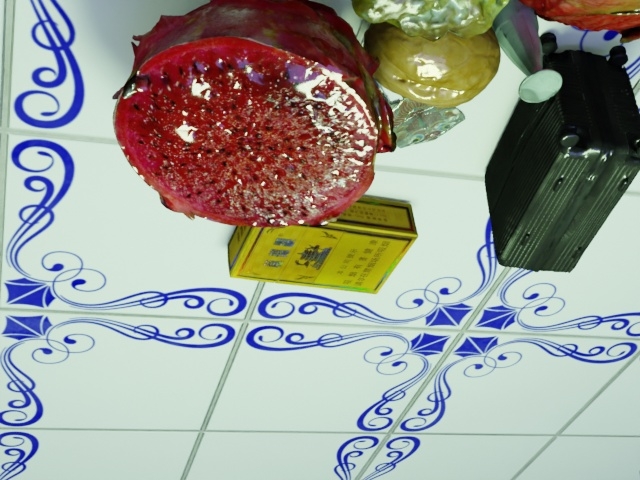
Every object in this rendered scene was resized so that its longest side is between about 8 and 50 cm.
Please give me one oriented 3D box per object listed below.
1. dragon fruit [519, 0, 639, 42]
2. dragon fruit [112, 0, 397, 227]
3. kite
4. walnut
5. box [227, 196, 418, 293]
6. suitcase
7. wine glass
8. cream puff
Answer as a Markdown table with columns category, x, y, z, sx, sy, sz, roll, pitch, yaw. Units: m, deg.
| category | x | y | z | sx | sy | sz | roll | pitch | yaw |
| --- | --- | --- | --- | --- | --- | --- | --- | --- | --- |
| dragon fruit | 0.445 | -0.385 | 1.297 | 0.330 | 0.302 | 0.240 | 2 | 112 | -38 |
| dragon fruit | -0.090 | -0.198 | 1.332 | 0.371 | 0.249 | 0.386 | 32 | 137 | -26 |
| kite | 0.146 | -0.228 | 1.550 | 0.127 | 0.016 | 0.229 | -24 | 144 | 13 |
| walnut | 0.159 | -0.271 | 1.380 | 0.206 | 0.159 | 0.159 | 9 | 140 | -16 |
| box | 0.000 | 0.000 | 1.756 | 0.301 | 0.084 | 0.193 | 8 | 140 | -21 |
| suitcase | 0.382 | -0.128 | 1.552 | 0.152 | 0.230 | 0.335 | 7 | 142 | -9 |
| wine glass | 0.300 | -0.277 | 1.399 | 0.073 | 0.155 | 0.073 | -9 | 143 | -7 |
| cream puff | 0.143 | -0.386 | 1.196 | 0.281 | 0.185 | 0.282 | -6 | 141 | -5 |
